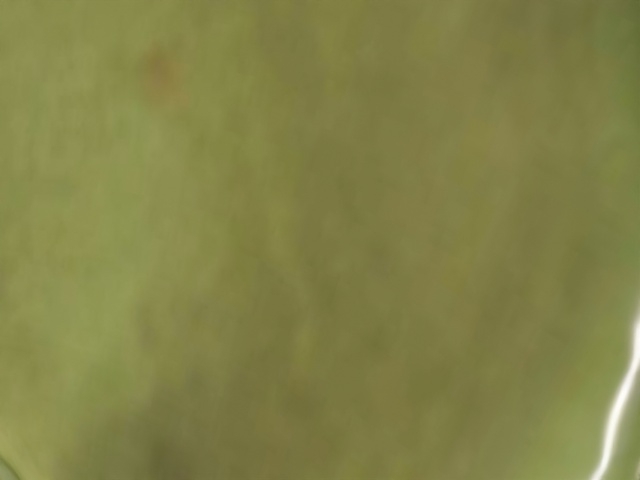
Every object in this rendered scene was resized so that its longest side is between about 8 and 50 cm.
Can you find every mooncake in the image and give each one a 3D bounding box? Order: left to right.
[{"bbox_3d":[0.000,0.000,0.476,0.351,0.187,0.351,-6,81,44],"label":"mooncake"}]
